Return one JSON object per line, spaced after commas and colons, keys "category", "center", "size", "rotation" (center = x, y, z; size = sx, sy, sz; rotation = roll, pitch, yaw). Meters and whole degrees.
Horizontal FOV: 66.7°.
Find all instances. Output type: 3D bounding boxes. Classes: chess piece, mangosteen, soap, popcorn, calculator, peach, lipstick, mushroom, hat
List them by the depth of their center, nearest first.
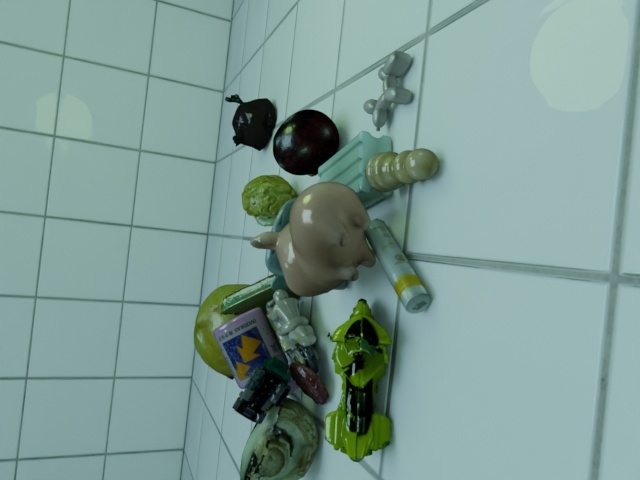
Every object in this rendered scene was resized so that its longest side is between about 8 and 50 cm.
{"category": "chess piece", "center": [0.179, -0.153, 1.043], "size": [0.170, 0.094, 0.094], "rotation": [5, 88, 63]}
{"category": "lipstick", "center": [0.161, 0.048, 1.066], "size": [0.264, 0.059, 0.059], "rotation": [-113, 36, -50]}
{"category": "soap", "center": [0.082, -0.158, 1.270], "size": [0.265, 0.087, 0.160], "rotation": [152, 121, -63]}
{"category": "mushroom", "center": [-0.109, 0.593, 1.400], "size": [0.267, 0.164, 0.189], "rotation": [-67, 14, -13]}
{"category": "mangosteen", "center": [-0.035, -0.281, 1.461], "size": [0.216, 0.216, 0.216], "rotation": [-174, 90, -67]}
{"category": "calculator", "center": [-0.091, 0.015, 1.523], "size": [0.041, 0.185, 0.299], "rotation": [12, 87, 39]}
{"category": "popcorn", "center": [-0.186, -0.146, 1.770], "size": [0.221, 0.204, 0.184], "rotation": [-109, 31, -72]}
{"category": "peach", "center": [-0.307, 0.329, 1.801], "size": [0.314, 0.281, 0.316], "rotation": [-41, 56, 29]}
{"category": "hat", "center": [-0.347, -0.538, 2.233], "size": [0.336, 0.209, 0.238], "rotation": [-159, 74, -68]}

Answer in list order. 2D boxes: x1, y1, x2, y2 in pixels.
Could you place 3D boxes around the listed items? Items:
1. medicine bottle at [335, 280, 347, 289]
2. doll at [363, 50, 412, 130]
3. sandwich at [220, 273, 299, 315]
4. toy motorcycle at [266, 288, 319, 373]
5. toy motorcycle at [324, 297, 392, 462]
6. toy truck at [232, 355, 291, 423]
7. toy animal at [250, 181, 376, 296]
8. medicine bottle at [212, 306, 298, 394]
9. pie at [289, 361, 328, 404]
{"category": "medicine bottle", "center": [0.041, 0.059, 1.320], "size": [0.079, 0.079, 0.140], "rotation": [-158, 76, -66]}
{"category": "doll", "center": [0.159, -0.354, 1.178], "size": [0.160, 0.059, 0.161], "rotation": [159, 115, -65]}
{"category": "sandwich", "center": [-0.191, 0.176, 1.622], "size": [0.212, 0.245, 0.063], "rotation": [124, 141, -47]}
{"category": "toy motorcycle", "center": [-0.091, 0.262, 1.494], "size": [0.340, 0.108, 0.223], "rotation": [37, 141, 59]}
{"category": "toy motorcycle", "center": [0.088, 0.300, 1.073], "size": [0.206, 0.142, 0.342], "rotation": [27, -115, -74]}
{"category": "toy truck", "center": [-0.157, 0.414, 1.384], "size": [0.216, 0.110, 0.116], "rotation": [-57, 3, 31]}
{"category": "toy animal", "center": [0.000, 0.000, 1.137], "size": [0.269, 0.237, 0.326], "rotation": [38, 144, 38]}
{"category": "medicine bottle", "center": [-0.206, 0.378, 1.559], "size": [0.291, 0.178, 0.178], "rotation": [63, 150, 7]}
{"category": "pie", "center": [-0.035, 0.402, 1.376], "size": [0.154, 0.036, 0.154], "rotation": [38, 151, 25]}
